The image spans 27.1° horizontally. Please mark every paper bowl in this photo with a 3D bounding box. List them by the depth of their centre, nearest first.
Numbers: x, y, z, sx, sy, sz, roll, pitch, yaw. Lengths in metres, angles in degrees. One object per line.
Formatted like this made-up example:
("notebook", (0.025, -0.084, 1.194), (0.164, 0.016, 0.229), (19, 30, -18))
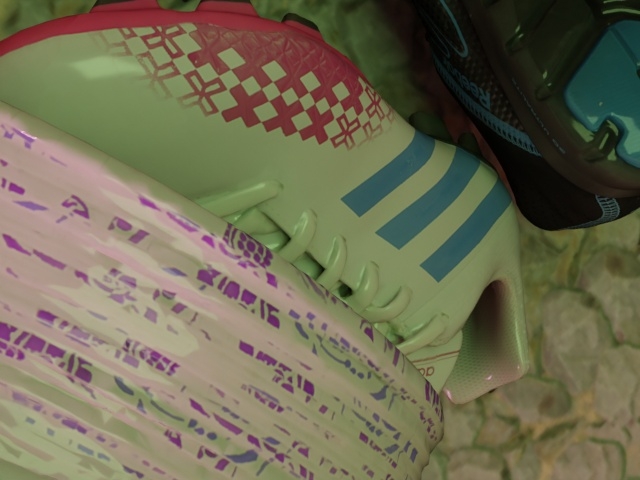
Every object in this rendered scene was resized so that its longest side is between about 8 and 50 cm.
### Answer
("paper bowl", (-0.110, 0.065, 0.479), (0.284, 0.284, 0.148), (32, 73, -21))

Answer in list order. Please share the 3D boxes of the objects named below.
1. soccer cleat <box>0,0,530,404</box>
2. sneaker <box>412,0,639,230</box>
("soccer cleat", (0.000, 0.000, 0.562), (0.331, 0.116, 0.143), (14, 57, -53))
("sneaker", (0.071, -0.159, 0.679), (0.125, 0.139, 0.341), (-19, 76, -16))
